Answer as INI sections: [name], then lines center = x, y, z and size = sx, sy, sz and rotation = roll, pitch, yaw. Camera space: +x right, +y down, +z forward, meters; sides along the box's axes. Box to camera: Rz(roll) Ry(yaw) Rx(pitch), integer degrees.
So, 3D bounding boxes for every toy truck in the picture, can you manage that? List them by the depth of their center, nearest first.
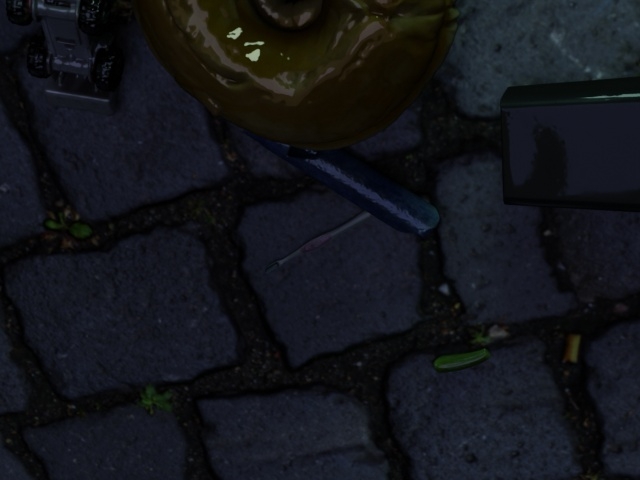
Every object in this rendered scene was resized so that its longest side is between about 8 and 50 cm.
[toy truck]
center = -0.340, -0.289, 1.537
size = 0.136, 0.111, 0.286
rotation = 10, 150, 3

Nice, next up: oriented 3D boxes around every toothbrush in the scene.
[toothbrush]
center = 0.000, 0.000, 1.648
size = 0.204, 0.022, 0.017
rotation = -29, 105, 20

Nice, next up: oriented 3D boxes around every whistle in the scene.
[whistle]
center = 0.031, -0.097, 1.577
size = 0.304, 0.062, 0.062
rotation = 32, 116, -1

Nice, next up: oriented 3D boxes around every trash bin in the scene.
[trash bin]
center = 0.354, -0.126, 1.456
size = 0.225, 0.115, 0.165
rotation = 1, 111, 16

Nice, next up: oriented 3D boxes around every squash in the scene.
[squash]
center = 0.212, 0.180, 1.662
size = 0.089, 0.027, 0.027
rotation = -12, 108, 15

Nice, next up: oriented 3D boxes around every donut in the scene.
[donut]
center = -0.039, -0.326, 1.428
size = 0.448, 0.198, 0.449
rotation = 6, 114, 13
